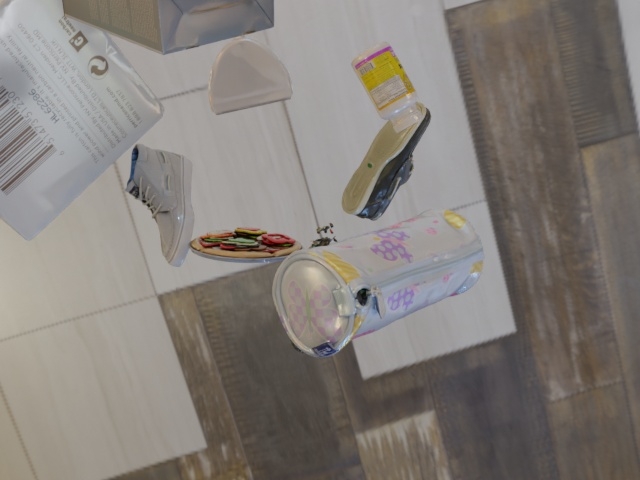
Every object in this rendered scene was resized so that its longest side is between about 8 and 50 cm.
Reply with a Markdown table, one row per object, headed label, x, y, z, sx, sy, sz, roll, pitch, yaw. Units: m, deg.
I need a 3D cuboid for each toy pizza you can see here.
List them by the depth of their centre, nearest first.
| label | x | y | z | sx | sy | sz | roll | pitch | yaw |
| --- | --- | --- | --- | --- | --- | --- | --- | --- | --- |
| toy pizza | -0.128 | 0.002 | 1.506 | 0.201 | 0.201 | 0.032 | 1 | 102 | -8 |

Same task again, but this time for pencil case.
| label | x | y | z | sx | sy | sz | roll | pitch | yaw |
| --- | --- | --- | --- | --- | --- | --- | --- | --- | --- |
| pencil case | 0.073 | 0.038 | 0.976 | 0.124 | 0.273 | 0.113 | -30 | 81 | 41 |

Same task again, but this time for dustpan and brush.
| label | x | y | z | sx | sy | sz | roll | pitch | yaw |
| --- | --- | --- | --- | --- | --- | --- | --- | --- | --- |
| dustpan and brush | -0.137 | -0.329 | 1.522 | 0.147 | 0.060 | 0.211 | -12 | 87 | 0 |

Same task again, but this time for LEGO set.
| label | x | y | z | sx | sy | sz | roll | pitch | yaw |
| --- | --- | --- | --- | --- | --- | --- | --- | --- | --- |
| LEGO set | 0.002 | -0.002 | 1.410 | 0.054 | 0.023 | 0.083 | -13 | 140 | -36 |

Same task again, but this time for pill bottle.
| label | x | y | z | sx | sy | sz | roll | pitch | yaw |
| --- | --- | --- | --- | --- | --- | --- | --- | --- | --- |
| pill bottle | 0.067 | -0.148 | 0.846 | 0.043 | 0.043 | 0.083 | -29 | 93 | -1 |

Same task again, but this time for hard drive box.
| label | x | y | z | sx | sy | sz | roll | pitch | yaw |
| --- | --- | --- | --- | --- | --- | --- | --- | --- | --- |
| hard drive box | -0.201 | -0.327 | 1.128 | 0.181 | 0.232 | 0.089 | -24 | 129 | -37 |

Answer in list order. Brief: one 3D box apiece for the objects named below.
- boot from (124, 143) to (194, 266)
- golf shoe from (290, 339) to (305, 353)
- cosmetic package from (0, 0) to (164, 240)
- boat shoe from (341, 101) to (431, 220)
| label | x | y | z | sx | sy | sz | roll | pitch | yaw |
| --- | --- | --- | --- | --- | --- | --- | --- | --- | --- |
| boot | -0.309 | -0.069 | 1.624 | 0.123 | 0.258 | 0.095 | 16 | 134 | -27 |
| golf shoe | -0.005 | 0.117 | 1.476 | 0.198 | 0.094 | 0.077 | -47 | 125 | -39 |
| cosmetic package | -0.552 | -0.268 | 1.466 | 0.327 | 0.393 | 0.329 | -48 | 134 | -16 |
| boat shoe | 0.127 | -0.139 | 1.538 | 0.079 | 0.084 | 0.233 | 21 | 110 | -32 |
